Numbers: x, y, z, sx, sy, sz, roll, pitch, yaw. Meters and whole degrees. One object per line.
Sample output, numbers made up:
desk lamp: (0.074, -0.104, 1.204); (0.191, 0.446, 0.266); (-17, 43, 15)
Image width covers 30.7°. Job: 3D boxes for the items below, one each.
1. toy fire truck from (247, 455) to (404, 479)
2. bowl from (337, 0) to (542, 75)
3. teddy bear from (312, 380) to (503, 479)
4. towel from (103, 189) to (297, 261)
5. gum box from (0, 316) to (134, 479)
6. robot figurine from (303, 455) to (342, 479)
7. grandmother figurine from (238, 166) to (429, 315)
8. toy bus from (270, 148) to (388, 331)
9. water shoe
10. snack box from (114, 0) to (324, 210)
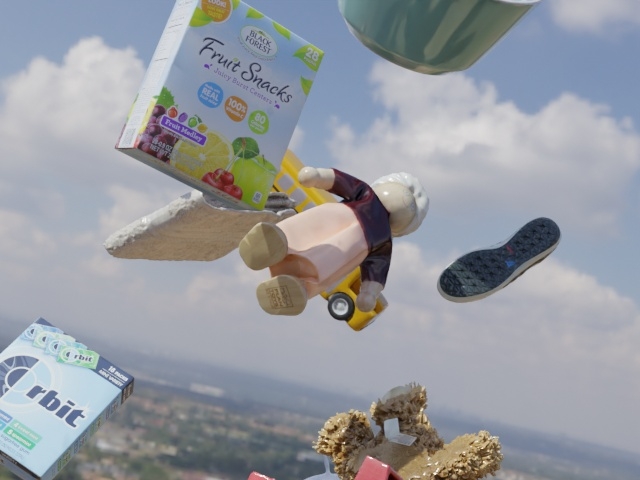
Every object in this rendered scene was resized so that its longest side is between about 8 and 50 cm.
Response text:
toy fire truck: (-0.021, 0.272, 1.036); (0.135, 0.192, 0.047); (17, -18, 29)
bowl: (0.148, -0.351, 1.672); (0.311, 0.163, 0.311); (18, 32, -12)
teddy bear: (0.108, 0.311, 1.490); (0.338, 0.245, 0.113); (32, -33, 52)
towel: (-0.162, -0.018, 1.689); (0.187, 0.049, 0.282); (-27, -13, 25)
gum box: (-0.354, 0.203, 1.477); (0.157, 0.184, 0.041); (30, -40, 13)
robot figurine: (0.005, 0.522, 1.845); (0.300, 0.353, 0.200); (33, -29, -22)
grandmother figurine: (0.039, -0.007, 1.547); (0.104, 0.208, 0.342); (-3, 18, 37)
toy bus: (0.000, 0.000, 2.053); (0.333, 0.130, 0.108); (47, 14, 7)
water shoe: (0.268, 0.041, 1.731); (0.203, 0.073, 0.080); (-27, -22, -3)
snack box: (-0.112, -0.161, 1.324); (0.174, 0.207, 0.070); (26, -12, -32)
